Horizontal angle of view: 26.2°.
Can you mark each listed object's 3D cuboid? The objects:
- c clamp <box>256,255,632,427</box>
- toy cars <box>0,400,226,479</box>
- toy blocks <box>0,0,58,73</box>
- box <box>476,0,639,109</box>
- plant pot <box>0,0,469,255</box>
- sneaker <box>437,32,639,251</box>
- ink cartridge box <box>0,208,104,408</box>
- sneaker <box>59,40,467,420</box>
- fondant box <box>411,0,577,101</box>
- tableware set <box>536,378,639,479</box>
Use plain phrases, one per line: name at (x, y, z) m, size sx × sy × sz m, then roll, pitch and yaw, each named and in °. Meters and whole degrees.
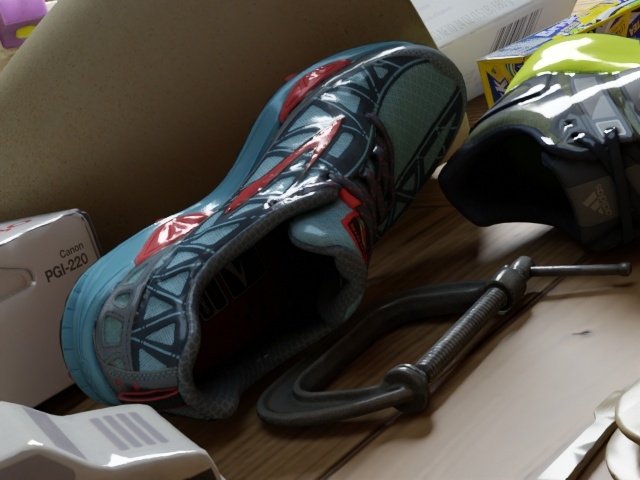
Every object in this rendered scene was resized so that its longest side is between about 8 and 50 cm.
c clamp at (0.049, 0.044, 0.643) m, size 0.137 × 0.022 × 0.160 m, roll -5°, pitch 22°, yaw 42°
toy cars at (-0.230, 0.122, 0.567) m, size 0.393 × 0.087 × 0.176 m, roll -12°, pitch 17°, yaw 19°
toy blocks at (-0.187, -0.158, 1.312) m, size 0.288 × 0.309 × 0.260 m, roll -11°, pitch -20°, yaw -19°
box at (0.197, -0.134, 1.008) m, size 0.169 × 0.059 × 0.054 m, roll -27°, pitch 19°, yaw -29°
plant pot at (-0.091, -0.083, 0.877) m, size 0.274 × 0.256 × 0.256 m, roll -35°, pitch 18°, yaw -5°
sneaker at (0.183, -0.043, 0.683) m, size 0.121 × 0.111 × 0.300 m, roll -40°, pitch 20°, yaw -30°
ink cartridge box at (-0.240, 0.057, 0.759) m, size 0.218 × 0.092 × 0.158 m, roll -10°, pitch 13°, yaw 37°
sneaker at (0.000, 0.000, 0.687) m, size 0.262 × 0.104 × 0.125 m, roll -46°, pitch 31°, yaw -20°
fondant box at (0.019, -0.244, 1.156) m, size 0.238 × 0.096 × 0.330 m, roll -30°, pitch 62°, yaw -37°
tableware set at (0.170, 0.035, 0.514) m, size 0.128 × 0.039 × 0.194 m, roll -4°, pitch 21°, yaw 40°
